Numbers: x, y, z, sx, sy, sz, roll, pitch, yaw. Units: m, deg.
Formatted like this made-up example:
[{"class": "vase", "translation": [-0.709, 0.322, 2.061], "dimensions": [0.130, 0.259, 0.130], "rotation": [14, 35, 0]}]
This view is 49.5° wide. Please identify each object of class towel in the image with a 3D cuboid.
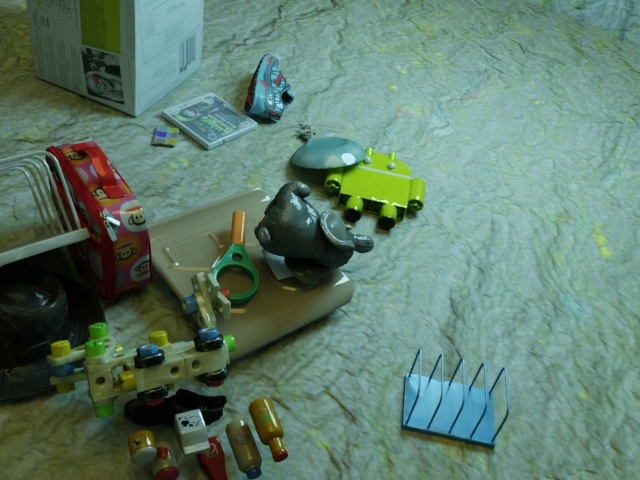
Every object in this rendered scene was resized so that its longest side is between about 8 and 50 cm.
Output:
[{"class": "towel", "translation": [-0.393, -0.265, 1.762], "dimensions": [0.060, 0.009, 0.083], "rotation": [7, 42, -5]}]

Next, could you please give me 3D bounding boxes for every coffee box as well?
[{"class": "coffee box", "translation": [-0.536, -0.598, 1.847], "dimensions": [0.334, 0.338, 0.338], "rotation": [22, 42, 11]}]

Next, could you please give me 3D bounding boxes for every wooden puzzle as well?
[{"class": "wooden puzzle", "translation": [-0.154, 0.063, 1.417], "dimensions": [0.322, 0.081, 0.348], "rotation": [-23, 57, -32]}]

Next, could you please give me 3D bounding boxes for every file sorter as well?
[{"class": "file sorter", "translation": [-0.574, -0.050, 1.261], "dimensions": [0.192, 0.173, 0.277], "rotation": [-22, 11, -32]}, {"class": "file sorter", "translation": [0.243, 0.278, 1.246], "dimensions": [0.170, 0.105, 0.118], "rotation": [12, 42, 0]}]

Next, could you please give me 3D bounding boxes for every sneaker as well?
[{"class": "sneaker", "translation": [-0.242, 0.274, 1.148], "dimensions": [0.170, 0.089, 0.051], "rotation": [14, 42, 2]}, {"class": "sneaker", "translation": [-0.137, -0.420, 1.949], "dimensions": [0.125, 0.104, 0.262], "rotation": [22, 44, -15]}]

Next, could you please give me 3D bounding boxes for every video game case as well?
[{"class": "video game case", "translation": [-0.293, -0.321, 1.838], "dimensions": [0.190, 0.022, 0.173], "rotation": [37, 48, 25]}]

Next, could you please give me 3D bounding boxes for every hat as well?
[{"class": "hat", "translation": [-0.547, 0.126, 1.209], "dimensions": [0.331, 0.134, 0.331], "rotation": [7, 43, -6]}]

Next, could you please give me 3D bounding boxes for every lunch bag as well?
[{"class": "lunch bag", "translation": [-0.429, -0.059, 1.343], "dimensions": [0.120, 0.258, 0.293], "rotation": [-20, 51, -31]}]

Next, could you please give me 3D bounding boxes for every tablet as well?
[{"class": "tablet", "translation": [-0.080, 0.042, 1.395], "dimensions": [0.054, 0.006, 0.083], "rotation": [-14, 52, -27]}]

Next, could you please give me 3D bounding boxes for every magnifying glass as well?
[{"class": "magnifying glass", "translation": [-0.165, 0.029, 1.371], "dimensions": [0.092, 0.026, 0.231], "rotation": [7, 45, -10]}]

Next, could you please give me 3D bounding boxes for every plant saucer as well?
[{"class": "plant saucer", "translation": [0.019, -0.229, 1.747], "dimensions": [0.194, 0.038, 0.195], "rotation": [-4, 24, 2]}]

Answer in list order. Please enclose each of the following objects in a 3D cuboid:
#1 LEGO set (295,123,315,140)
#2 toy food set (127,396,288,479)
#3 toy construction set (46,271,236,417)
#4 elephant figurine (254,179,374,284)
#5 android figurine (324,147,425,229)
[{"class": "LEGO set", "translation": [-0.040, -0.287, 1.865], "dimensions": [0.054, 0.024, 0.083], "rotation": [18, 29, 4]}, {"class": "toy food set", "translation": [-0.173, 0.336, 1.079], "dimensions": [0.232, 0.111, 0.105], "rotation": [-8, 45, -25]}, {"class": "toy construction set", "translation": [-0.271, 0.180, 1.149], "dimensions": [0.327, 0.151, 0.215], "rotation": [-28, 19, -28]}, {"class": "elephant figurine", "translation": [0.000, 0.000, 1.364], "dimensions": [0.239, 0.169, 0.186], "rotation": [34, 70, -10]}, {"class": "android figurine", "translation": [0.137, -0.139, 1.716], "dimensions": [0.248, 0.056, 0.273], "rotation": [14, 44, 2]}]
